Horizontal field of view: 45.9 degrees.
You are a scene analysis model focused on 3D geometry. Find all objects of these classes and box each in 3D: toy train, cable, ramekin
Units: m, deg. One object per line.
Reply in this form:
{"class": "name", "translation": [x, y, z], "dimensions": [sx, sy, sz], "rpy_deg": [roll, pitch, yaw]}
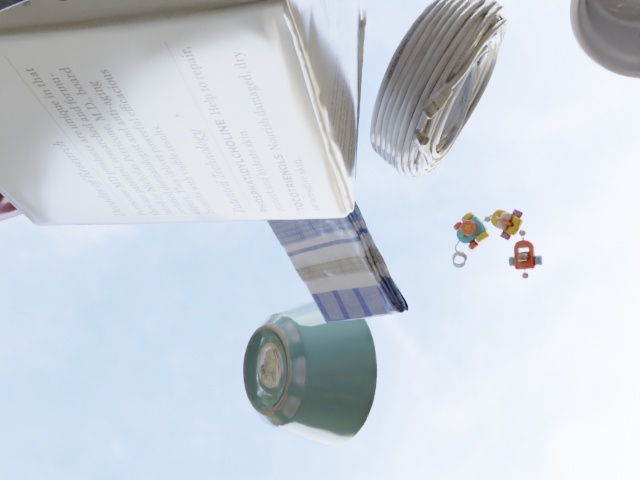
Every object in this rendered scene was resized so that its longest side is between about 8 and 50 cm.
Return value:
{"class": "toy train", "translation": [0.309, 0.004, 1.349], "dimensions": [0.046, 0.166, 0.125], "rpy_deg": [11, -99, -61]}
{"class": "cable", "translation": [0.160, -0.206, 1.016], "dimensions": [0.257, 0.089, 0.257], "rpy_deg": [-58, -15, -15]}
{"class": "ramekin", "translation": [0.525, -0.402, 1.168], "dimensions": [0.277, 0.277, 0.135], "rpy_deg": [45, -142, -33]}

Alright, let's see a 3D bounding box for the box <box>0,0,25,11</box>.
{"class": "box", "translation": [-0.136, -0.224, 0.359], "dimensions": [0.233, 0.059, 0.183], "rpy_deg": [-34, -42, -27]}

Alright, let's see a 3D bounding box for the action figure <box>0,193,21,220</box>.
{"class": "action figure", "translation": [-0.634, -0.063, 1.215], "dimensions": [0.370, 0.276, 0.248], "rpy_deg": [-29, -63, 15]}

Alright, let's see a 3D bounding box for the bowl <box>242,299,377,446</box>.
{"class": "bowl", "translation": [-0.044, 0.261, 1.524], "dimensions": [0.163, 0.311, 0.311], "rpy_deg": [6, -85, -35]}

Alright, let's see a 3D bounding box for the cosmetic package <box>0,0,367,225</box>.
{"class": "cosmetic package", "translation": [-0.171, -0.234, 0.808], "dimensions": [0.327, 0.394, 0.329], "rpy_deg": [67, -155, -59]}

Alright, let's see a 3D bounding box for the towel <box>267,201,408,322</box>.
{"class": "towel", "translation": [0.000, 0.000, 1.141], "dimensions": [0.034, 0.209, 0.285], "rpy_deg": [-37, -76, -35]}
